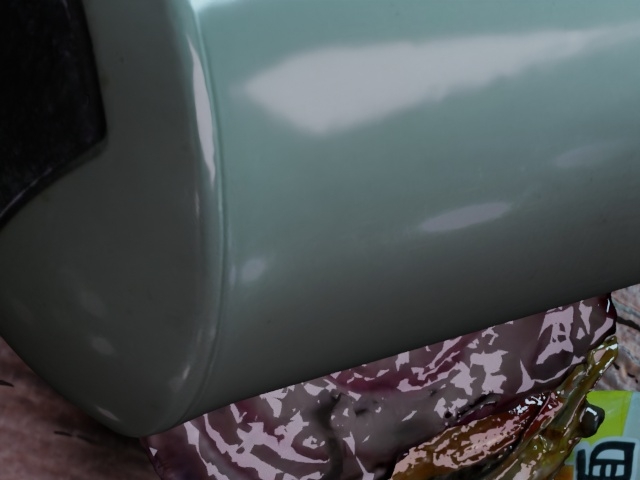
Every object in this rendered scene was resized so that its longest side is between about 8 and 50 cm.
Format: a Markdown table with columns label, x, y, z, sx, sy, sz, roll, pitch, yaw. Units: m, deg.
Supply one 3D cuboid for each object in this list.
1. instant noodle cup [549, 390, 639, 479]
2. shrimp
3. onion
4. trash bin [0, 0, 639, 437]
| label | x | y | z | sx | sy | sz | roll | pitch | yaw |
| --- | --- | --- | --- | --- | --- | --- | --- | --- | --- |
| instant noodle cup | 0.206 | 0.257 | 1.124 | 0.200 | 0.264 | 0.264 | 49 | 60 | -45 |
| shrimp | 0.073 | 0.151 | 1.055 | 0.294 | 0.062 | 0.154 | -43 | 131 | -12 |
| onion | 0.000 | 0.000 | 0.981 | 0.314 | 0.146 | 0.280 | -24 | 90 | -22 |
| trash bin | 0.028 | -0.080 | 0.791 | 0.432 | 0.280 | 0.280 | -11 | 100 | -25 |
